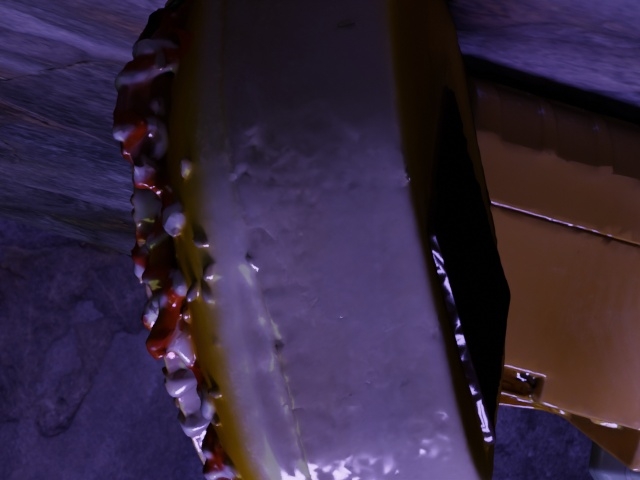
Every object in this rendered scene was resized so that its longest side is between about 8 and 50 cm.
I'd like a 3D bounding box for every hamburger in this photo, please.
[{"bbox_3d":[0.000,0.000,0.894,0.151,0.295,0.227,-8,-157,18],"label":"hamburger"}]

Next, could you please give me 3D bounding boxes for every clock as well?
[{"bbox_3d":[0.091,0.006,1.188,0.244,0.200,0.317,18,180,-13],"label":"clock"}]

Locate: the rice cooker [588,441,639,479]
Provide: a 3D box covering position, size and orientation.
[{"bbox_3d":[0.302,0.109,1.297,0.226,0.244,0.226,11,169,2],"label":"rice cooker"}]
